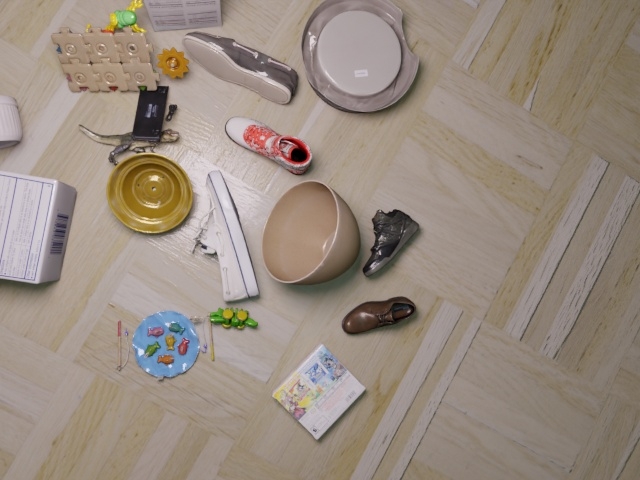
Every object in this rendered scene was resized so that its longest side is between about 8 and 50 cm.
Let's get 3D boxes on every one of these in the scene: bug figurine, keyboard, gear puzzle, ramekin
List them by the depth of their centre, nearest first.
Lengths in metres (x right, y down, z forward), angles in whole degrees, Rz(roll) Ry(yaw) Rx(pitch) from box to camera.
[{"bbox_3d":[-0.862,-0.285,1.227,0.207,0.207,0.109,-15,100,-9],"label":"ramekin"},{"bbox_3d":[-0.552,-0.635,1.271,0.072,0.216,0.279,-26,118,-48],"label":"bug figurine"},{"bbox_3d":[-0.522,-0.487,1.308,0.339,0.175,0.044,-2,44,-2],"label":"gear puzzle"},{"bbox_3d":[-0.453,-0.353,1.353,0.108,0.023,0.180,1,68,-2],"label":"keyboard"}]

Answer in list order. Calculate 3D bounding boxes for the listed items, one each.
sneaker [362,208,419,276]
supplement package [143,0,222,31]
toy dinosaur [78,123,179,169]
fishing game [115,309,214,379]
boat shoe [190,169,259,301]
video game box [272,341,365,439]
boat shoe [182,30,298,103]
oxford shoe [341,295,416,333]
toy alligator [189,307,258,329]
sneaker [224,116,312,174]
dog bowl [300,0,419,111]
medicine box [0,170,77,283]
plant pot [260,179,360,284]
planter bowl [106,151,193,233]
[{"bbox_3d":[0.176,-0.004,1.444,0.130,0.087,0.227,42,79,-4],"label":"sneaker"},{"bbox_3d":[-0.372,-0.709,1.284,0.198,0.263,0.199,-8,89,-10],"label":"supplement package"},{"bbox_3d":[-0.526,-0.257,1.349,0.268,0.064,0.118,0,74,-9],"label":"toy dinosaur"},{"bbox_3d":[-0.431,0.290,1.358,0.264,0.041,0.189,0,86,-9],"label":"fishing game"},{"bbox_3d":[-0.290,-0.002,1.353,0.156,0.136,0.367,-16,101,-6],"label":"boat shoe"},{"bbox_3d":[-0.005,0.434,1.419,0.205,0.048,0.187,-44,97,-8],"label":"video game box"},{"bbox_3d":[-0.221,-0.505,1.390,0.335,0.112,0.095,25,67,-13],"label":"boat shoe"},{"bbox_3d":[0.171,0.217,1.431,0.227,0.096,0.082,-19,93,-8],"label":"oxford shoe"},{"bbox_3d":[-0.269,0.211,1.382,0.190,0.056,0.051,8,47,-10],"label":"toy alligator"},{"bbox_3d":[-0.142,-0.280,1.368,0.270,0.145,0.090,31,84,-7],"label":"sneaker"},{"bbox_3d":[0.108,-0.538,1.440,0.349,0.102,0.348,0,88,-9],"label":"dog bowl"},{"bbox_3d":[-0.817,-0.043,1.249,0.289,0.149,0.263,10,87,-8],"label":"medicine box"},{"bbox_3d":[0.000,0.000,1.346,0.191,0.284,0.284,24,83,-44],"label":"plant pot"},{"bbox_3d":[-0.457,-0.135,1.329,0.217,0.090,0.217,-4,107,-12],"label":"planter bowl"}]
